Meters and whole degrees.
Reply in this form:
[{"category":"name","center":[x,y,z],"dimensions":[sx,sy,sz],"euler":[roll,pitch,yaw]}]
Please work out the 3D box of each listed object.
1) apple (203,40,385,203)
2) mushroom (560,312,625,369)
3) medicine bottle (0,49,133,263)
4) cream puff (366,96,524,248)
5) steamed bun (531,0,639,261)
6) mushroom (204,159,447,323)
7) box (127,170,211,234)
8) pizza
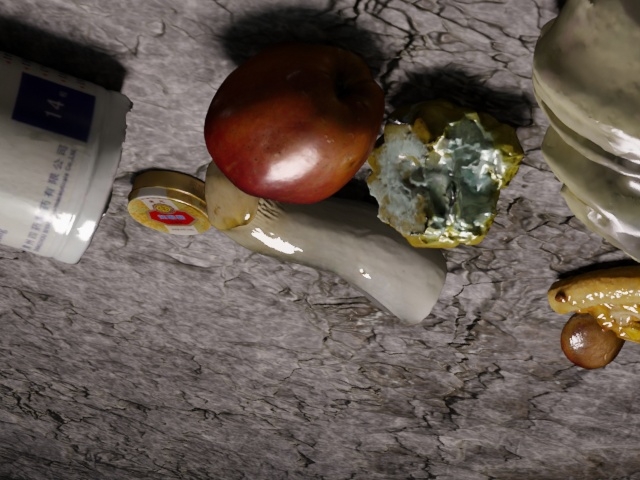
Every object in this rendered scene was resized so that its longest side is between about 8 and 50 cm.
[{"category":"apple","center":[-0.022,-0.112,1.383],"dimensions":[0.156,0.147,0.158],"euler":[41,147,-13]},{"category":"mushroom","center":[0.348,0.130,1.855],"dimensions":[0.088,0.073,0.129],"euler":[-29,165,-11]},{"category":"medicine bottle","center":[-0.377,-0.111,1.463],"dimensions":[0.332,0.190,0.190],"euler":[18,155,-17]},{"category":"cream puff","center":[0.127,-0.069,1.434],"dimensions":[0.156,0.156,0.121],"euler":[23,-176,-27]},{"category":"steamed bun","center":[0.309,-0.092,1.217],"dimensions":[0.320,0.206,0.275],"euler":[25,155,-21]},{"category":"mushroom","center":[0.000,0.000,1.645],"dimensions":[0.328,0.122,0.159],"euler":[27,142,-31]},{"category":"box","center":[-0.176,-0.044,1.717],"dimensions":[0.105,0.037,0.105],"euler":[8,155,4]},{"category":"pizza","center":[0.370,0.080,1.745],"dimensions":[0.182,0.063,0.161],"euler":[-2,155,23]}]
